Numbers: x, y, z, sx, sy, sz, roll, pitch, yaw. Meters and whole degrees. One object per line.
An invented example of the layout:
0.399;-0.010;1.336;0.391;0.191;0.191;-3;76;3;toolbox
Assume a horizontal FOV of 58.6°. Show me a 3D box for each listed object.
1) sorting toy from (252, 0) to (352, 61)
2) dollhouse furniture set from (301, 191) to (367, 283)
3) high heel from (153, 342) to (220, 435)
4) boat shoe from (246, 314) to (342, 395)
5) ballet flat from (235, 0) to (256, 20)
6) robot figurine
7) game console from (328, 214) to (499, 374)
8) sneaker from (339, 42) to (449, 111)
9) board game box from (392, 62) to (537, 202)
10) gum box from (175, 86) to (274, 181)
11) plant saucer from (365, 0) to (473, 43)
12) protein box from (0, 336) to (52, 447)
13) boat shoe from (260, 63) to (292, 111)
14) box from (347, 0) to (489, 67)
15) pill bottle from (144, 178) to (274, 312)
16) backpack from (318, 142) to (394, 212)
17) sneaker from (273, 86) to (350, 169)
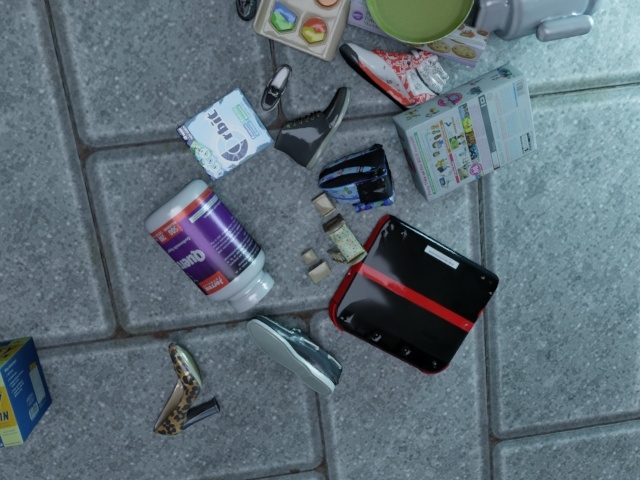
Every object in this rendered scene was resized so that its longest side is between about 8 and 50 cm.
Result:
-0.035;-0.551;1.348;0.208;0.038;0.192;19;102;-10;sorting toy
0.000;0.000;1.460;0.161;0.101;0.181;-35;105;4;dollhouse furniture set
-0.404;0.407;1.528;0.186;0.093;0.261;-24;114;-5;high heel
-0.067;0.293;1.539;0.302;0.091;0.114;46;140;-15;boat shoe
-0.172;-0.599;1.316;0.058;0.049;0.173;-5;104;-5;ballet flat
0.510;-0.585;1.306;0.354;0.200;0.299;-17;76;-1;robot figurine
0.251;0.159;1.556;0.387;0.060;0.341;29;95;-12;game console
0.185;-0.427;1.376;0.270;0.090;0.145;35;98;-16;sneaker
0.356;-0.259;1.392;0.304;0.097;0.224;-26;128;1;board game box
-0.233;-0.259;1.403;0.184;0.041;0.157;-33;105;3;gum box
0.219;-0.551;1.265;0.241;0.037;0.240;0;90;4;plant saucer
-0.801;0.381;1.431;0.136;0.200;0.201;-10;105;-3;protein box
-0.108;-0.371;1.387;0.046;0.038;0.125;32;99;-12;boat shoe
0.225;-0.494;1.325;0.324;0.067;0.063;21;62;3;box
-0.263;0.020;1.399;0.182;0.181;0.323;-38;104;5;pill bottle
0.087;-0.144;1.409;0.174;0.158;0.116;-14;124;12;backpack
-0.020;-0.293;1.392;0.118;0.083;0.222;28;101;-11;sneaker
